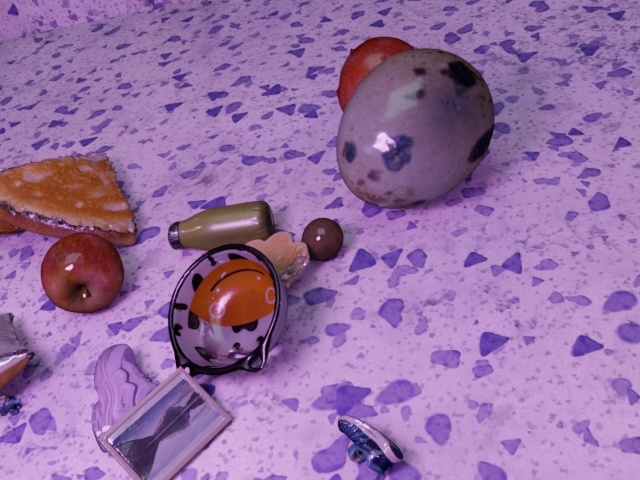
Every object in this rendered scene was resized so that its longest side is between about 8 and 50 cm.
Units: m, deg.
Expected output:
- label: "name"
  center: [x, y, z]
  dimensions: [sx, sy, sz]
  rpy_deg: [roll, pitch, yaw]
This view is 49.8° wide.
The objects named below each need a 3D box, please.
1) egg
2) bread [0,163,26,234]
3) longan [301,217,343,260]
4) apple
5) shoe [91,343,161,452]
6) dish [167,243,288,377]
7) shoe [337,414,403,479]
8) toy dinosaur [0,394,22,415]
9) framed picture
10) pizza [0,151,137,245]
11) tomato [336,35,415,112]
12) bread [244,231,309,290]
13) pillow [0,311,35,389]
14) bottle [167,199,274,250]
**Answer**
- label: "egg"
  center: [0.221, -0.262, 1.646]
  dimensions: [0.345, 0.345, 0.428]
  rpy_deg: [23, 58, 37]
- label: "bread"
  center: [-0.902, -0.101, 2.004]
  dimensions: [0.160, 0.147, 0.260]
  rpy_deg: [2, 42, 33]
- label: "longan"
  center: [0.000, 0.000, 1.618]
  dimensions: [0.119, 0.106, 0.106]
  rpy_deg: [-42, 21, 41]
- label: "apple"
  center: [-0.565, 0.075, 1.643]
  dimensions: [0.188, 0.188, 0.174]
  rpy_deg: [-20, 32, -5]
- label: "shoe"
  center: [-0.379, 0.302, 1.396]
  dimensions: [0.138, 0.095, 0.245]
  rpy_deg: [-12, 43, 0]
- label: "dish"
  center: [-0.173, 0.156, 1.430]
  dimensions: [0.303, 0.120, 0.303]
  rpy_deg: [-11, 66, 25]
- label: "shoe"
  center: [0.077, 0.357, 1.203]
  dimensions: [0.071, 0.064, 0.143]
  rpy_deg: [-50, 42, -10]
- label: "toy dinosaur"
  center: [-0.672, 0.348, 1.470]
  dimensions: [0.083, 0.047, 0.030]
  rpy_deg: [-7, 39, 13]
- label: "framed picture"
  center: [-0.289, 0.356, 1.299]
  dimensions: [0.150, 0.015, 0.203]
  rpy_deg: [43, 62, 12]
- label: "pizza"
  center: [-0.731, -0.113, 1.878]
  dimensions: [0.392, 0.080, 0.435]
  rpy_deg: [-5, 36, -29]
- label: "tomato"
  center: [0.180, -0.424, 1.914]
  dimensions: [0.265, 0.264, 0.264]
  rpy_deg: [-10, 40, 8]
- label: "bread"
  center: [-0.144, 0.080, 1.579]
  dimensions: [0.182, 0.039, 0.251]
  rpy_deg: [27, 69, 41]
- label: "pillow"
  center: [-0.781, 0.293, 1.492]
  dimensions: [0.312, 0.119, 0.310]
  rpy_deg: [-37, 30, -20]
- label: "bottle"
  center: [-0.250, -0.029, 1.716]
  dimensions: [0.260, 0.112, 0.112]
  rpy_deg: [-9, 40, 9]
